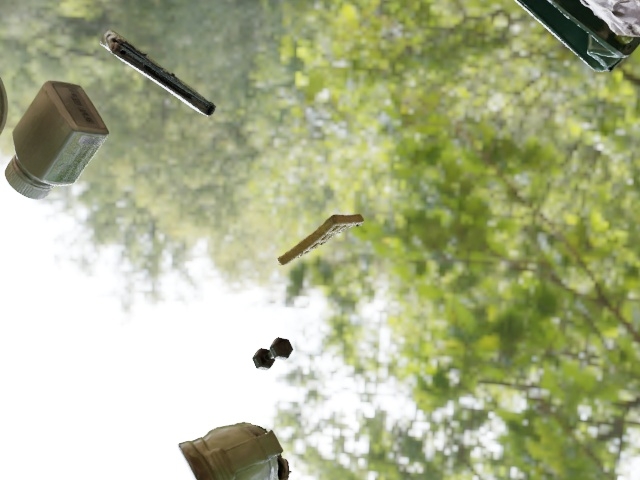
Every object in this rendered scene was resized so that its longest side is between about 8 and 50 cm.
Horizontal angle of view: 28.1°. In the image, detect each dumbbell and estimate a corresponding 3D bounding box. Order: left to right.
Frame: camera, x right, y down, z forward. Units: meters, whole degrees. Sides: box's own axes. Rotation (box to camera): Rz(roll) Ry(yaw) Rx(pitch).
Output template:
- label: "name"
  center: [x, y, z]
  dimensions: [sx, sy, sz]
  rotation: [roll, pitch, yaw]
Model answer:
- label: "dumbbell"
  center: [-0.078, 0.186, 2.099]
  dimensions: [0.040, 0.036, 0.083]
  rotation: [15, 151, -28]

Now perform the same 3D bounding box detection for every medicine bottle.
- label: "medicine bottle"
  center: [-0.463, -0.165, 2.204]
  dimensions: [0.088, 0.188, 0.132]
  rotation: [1, -133, -51]

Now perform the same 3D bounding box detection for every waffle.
- label: "waffle"
  center: [0.000, 0.000, 2.306]
  dimensions: [0.152, 0.023, 0.097]
  rotation: [-38, 160, 27]

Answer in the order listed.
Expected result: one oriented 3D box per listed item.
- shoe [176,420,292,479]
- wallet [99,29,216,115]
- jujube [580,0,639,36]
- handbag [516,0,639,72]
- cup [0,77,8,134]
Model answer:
- label: "shoe"
  center: [-0.084, 0.247, 1.383]
  dimensions: [0.098, 0.103, 0.275]
  rotation: [-25, 171, -5]
- label: "wallet"
  center: [-0.296, -0.302, 2.304]
  dimensions: [0.222, 0.036, 0.167]
  rotation: [35, -179, -23]
- label: "jujube"
  center: [0.470, -0.449, 1.862]
  dimensions: [0.258, 0.258, 0.377]
  rotation: [10, 154, 31]
- label: "handbag"
  center: [0.461, -0.449, 2.111]
  dimensions: [0.269, 0.274, 0.100]
  rotation: [-50, -170, -20]
- label: "cup"
  center: [-0.618, -0.211, 1.951]
  dimensions: [0.185, 0.241, 0.226]
  rotation: [-50, -162, -29]
